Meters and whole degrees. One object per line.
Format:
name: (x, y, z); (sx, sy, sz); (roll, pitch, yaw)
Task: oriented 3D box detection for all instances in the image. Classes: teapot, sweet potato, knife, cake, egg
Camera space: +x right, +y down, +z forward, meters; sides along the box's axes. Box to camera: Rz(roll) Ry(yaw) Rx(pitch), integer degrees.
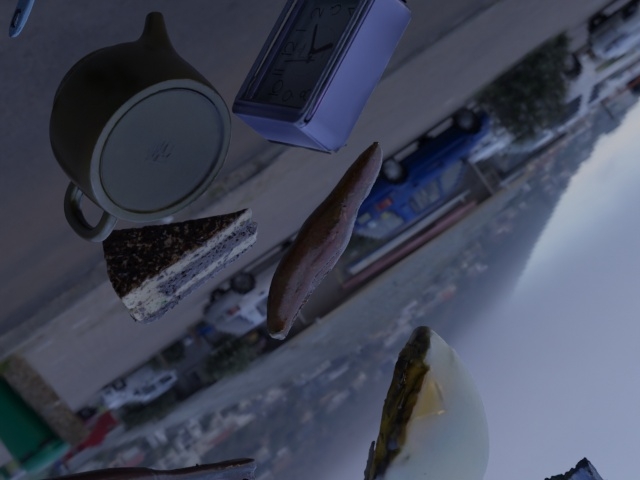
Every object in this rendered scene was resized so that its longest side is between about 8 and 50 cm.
teapot: (-0.224, -0.126, 1.141); (0.185, 0.175, 0.268); (13, 112, -47)
sweet potato: (0.002, -0.003, 1.185); (0.255, 0.058, 0.078); (-59, 177, 3)
knife: (-0.444, -0.477, 1.654); (0.044, 0.019, 0.313); (22, -90, 48)
cake: (-0.213, 0.045, 1.596); (0.246, 0.135, 0.112); (-9, 153, -1)
egg: (0.172, 0.274, 1.501); (0.264, 0.174, 0.286); (-65, 167, -73)

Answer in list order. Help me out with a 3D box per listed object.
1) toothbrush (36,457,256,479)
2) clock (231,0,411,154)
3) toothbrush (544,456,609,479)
toothbrush: (-0.171, 0.184, 0.723); (0.041, 0.041, 0.364); (-35, 157, 30)
clock: (-0.001, -0.202, 1.133); (0.144, 0.073, 0.193); (17, -103, 50)
toothbrush: (0.105, 0.309, 0.970); (0.418, 0.040, 0.042); (-39, -178, 35)
